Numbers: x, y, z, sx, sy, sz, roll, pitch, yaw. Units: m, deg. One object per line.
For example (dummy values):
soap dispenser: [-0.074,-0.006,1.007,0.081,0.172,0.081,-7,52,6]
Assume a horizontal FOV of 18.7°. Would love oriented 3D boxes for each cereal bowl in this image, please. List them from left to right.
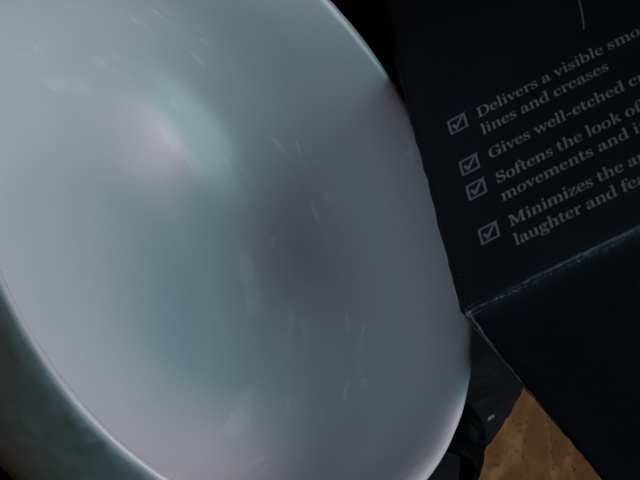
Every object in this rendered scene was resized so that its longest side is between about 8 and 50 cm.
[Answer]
cereal bowl: [-0.084,0.005,0.970,0.339,0.141,0.339,28,48,-38]

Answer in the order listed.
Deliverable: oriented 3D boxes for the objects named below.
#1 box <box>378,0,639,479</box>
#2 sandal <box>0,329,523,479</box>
box: [0.212,-0.108,1.095,0.212,0.293,0.395,48,22,-43]
sandal: [-0.011,0.154,1.122,0.446,0.107,0.167,-18,127,-43]
